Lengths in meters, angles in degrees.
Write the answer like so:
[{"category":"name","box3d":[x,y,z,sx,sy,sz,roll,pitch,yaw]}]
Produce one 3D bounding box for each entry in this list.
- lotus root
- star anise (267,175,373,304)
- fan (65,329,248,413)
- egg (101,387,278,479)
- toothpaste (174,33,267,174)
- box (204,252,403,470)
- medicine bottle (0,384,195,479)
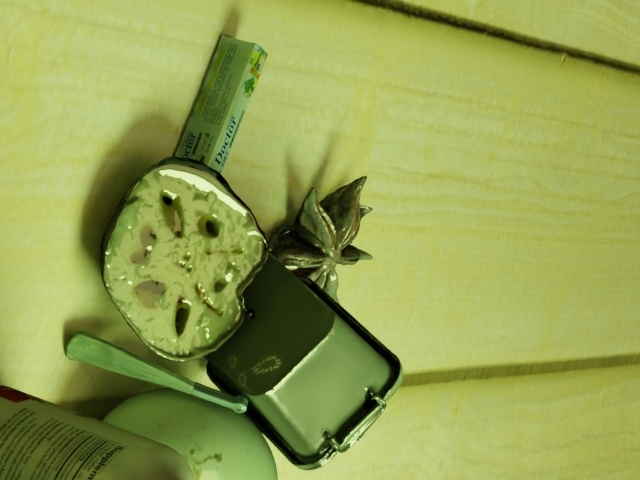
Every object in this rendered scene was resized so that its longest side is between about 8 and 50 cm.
[{"category":"lotus root","box3d":[-0.153,0.017,1.969,0.183,0.078,0.203,-43,117,-25]},{"category":"star anise","box3d":[0.000,0.000,2.245,0.204,0.061,0.181,-25,137,-47]},{"category":"fan","box3d":[-0.164,0.136,1.941,0.016,0.193,0.038,-79,-167,-52]},{"category":"egg","box3d":[-0.140,0.248,2.010,0.264,0.183,0.183,26,82,-60]},{"category":"toothpaste","box3d":[-0.108,-0.135,2.020,0.034,0.046,0.164,37,71,-62]},{"category":"box","box3d":[-0.045,0.111,2.056,0.163,0.243,0.135,-44,134,-4]},{"category":"medicine bottle","box3d":[-0.220,0.243,1.768,0.157,0.288,0.157,-33,131,-49]}]
